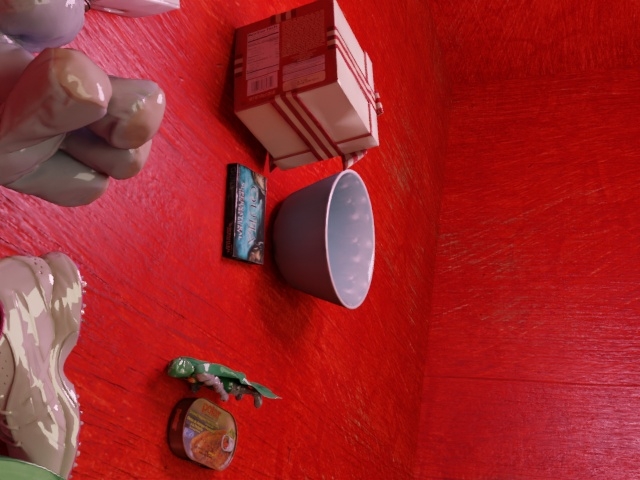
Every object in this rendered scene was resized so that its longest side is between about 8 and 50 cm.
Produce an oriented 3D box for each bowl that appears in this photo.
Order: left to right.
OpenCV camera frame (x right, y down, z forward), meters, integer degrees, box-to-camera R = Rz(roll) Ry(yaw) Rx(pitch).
[{"bbox_3d":[0.000,0.000,1.584,0.311,0.163,0.311,-2,90,-67],"label":"bowl"}]

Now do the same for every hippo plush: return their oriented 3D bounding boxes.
[{"bbox_3d":[-0.333,-0.175,0.784,0.234,0.294,0.236,49,18,-72],"label":"hippo plush"}]

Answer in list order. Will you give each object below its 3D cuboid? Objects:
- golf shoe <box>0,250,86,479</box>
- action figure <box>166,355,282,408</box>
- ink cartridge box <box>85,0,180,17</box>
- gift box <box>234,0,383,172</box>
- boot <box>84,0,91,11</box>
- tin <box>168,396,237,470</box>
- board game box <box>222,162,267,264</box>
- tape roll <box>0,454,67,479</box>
[{"bbox_3d":[-0.358,0.164,0.821,0.140,0.115,0.306,4,84,-50],"label":"golf shoe"},{"bbox_3d":[-0.185,0.241,1.215,0.232,0.137,0.063,37,67,-51],"label":"action figure"},{"bbox_3d":[-0.292,-0.447,1.014,0.158,0.092,0.217,-23,111,-66],"label":"ink cartridge box"},{"bbox_3d":[-0.030,-0.285,1.431,0.258,0.255,0.276,45,42,-56],"label":"gift box"},{"bbox_3d":[-0.354,-0.287,0.921,0.106,0.037,0.114,24,62,-51],"label":"boot"},{"bbox_3d":[-0.204,0.340,1.238,0.189,0.040,0.106,54,44,-53],"label":"tin"},{"bbox_3d":[-0.149,-0.050,1.408,0.126,0.026,0.186,21,69,-65],"label":"board game box"},{"bbox_3d":[-0.360,0.373,0.680,0.321,0.077,0.321,9,77,-47],"label":"tape roll"}]
